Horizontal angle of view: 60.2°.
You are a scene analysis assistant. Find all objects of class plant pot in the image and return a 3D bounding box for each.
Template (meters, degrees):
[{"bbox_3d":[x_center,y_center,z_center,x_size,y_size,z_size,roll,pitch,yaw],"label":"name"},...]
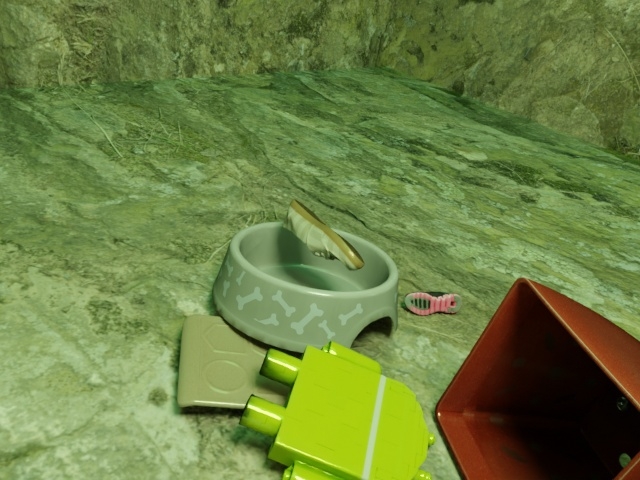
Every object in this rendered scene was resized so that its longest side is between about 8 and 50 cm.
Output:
[{"bbox_3d":[0.352,0.247,0.726,0.235,0.267,0.267,14,27,-21],"label":"plant pot"}]

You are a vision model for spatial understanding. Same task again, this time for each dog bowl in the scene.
[{"bbox_3d":[-0.018,0.067,1.002,0.348,0.102,0.349,10,21,-4],"label":"dog bowl"}]

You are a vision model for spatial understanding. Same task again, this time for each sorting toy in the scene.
[{"bbox_3d":[-0.113,0.193,0.861,0.208,0.038,0.193,5,30,-14],"label":"sorting toy"}]

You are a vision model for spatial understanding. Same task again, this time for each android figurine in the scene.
[{"bbox_3d":[0.033,0.249,0.759,0.272,0.056,0.248,23,39,-4],"label":"android figurine"}]

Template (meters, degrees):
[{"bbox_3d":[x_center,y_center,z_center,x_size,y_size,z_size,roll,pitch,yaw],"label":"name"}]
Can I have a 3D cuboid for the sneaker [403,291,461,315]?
[{"bbox_3d":[0.217,0.119,1.100,0.119,0.047,0.057,5,14,-15],"label":"sneaker"}]

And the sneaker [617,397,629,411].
[{"bbox_3d":[0.505,0.228,0.964,0.106,0.078,0.234,4,34,-16],"label":"sneaker"}]

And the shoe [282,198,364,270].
[{"bbox_3d":[0.000,0.000,0.977,0.076,0.058,0.219,36,4,-44],"label":"shoe"}]
